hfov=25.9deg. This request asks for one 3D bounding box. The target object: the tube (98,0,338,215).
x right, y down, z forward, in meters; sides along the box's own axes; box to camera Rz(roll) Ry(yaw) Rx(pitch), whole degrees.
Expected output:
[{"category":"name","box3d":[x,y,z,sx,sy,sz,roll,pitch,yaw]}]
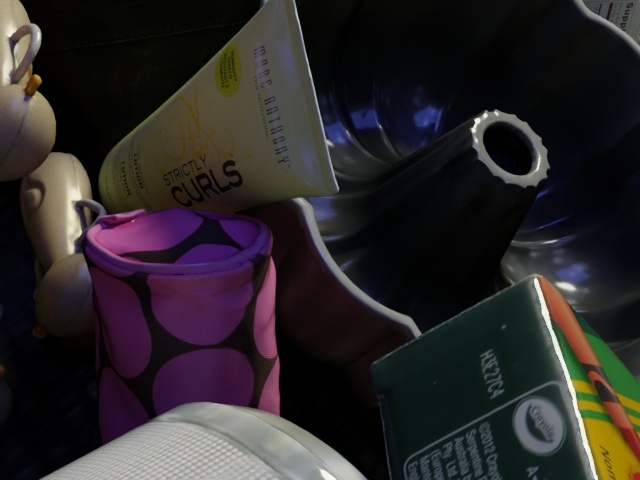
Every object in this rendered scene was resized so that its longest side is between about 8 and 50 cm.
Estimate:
[{"category":"tube","box3d":[-0.052,-0.049,0.687,0.070,0.240,0.062,40,69,-14]}]

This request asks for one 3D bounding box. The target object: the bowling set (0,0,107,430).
[{"category":"bowling set","box3d":[-0.168,0.030,0.746,0.200,0.287,0.154,25,28,-34]}]

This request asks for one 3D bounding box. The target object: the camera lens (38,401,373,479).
[{"category":"camera lens","box3d":[-0.087,0.202,0.508,0.274,0.219,0.219,-25,50,-36]}]

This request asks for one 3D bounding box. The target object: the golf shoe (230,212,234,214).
[{"category":"golf shoe","box3d":[0.000,0.000,0.922,0.176,0.069,0.086,-23,69,-31]}]

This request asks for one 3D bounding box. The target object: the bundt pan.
[{"category":"bundt pan","box3d":[0.082,-0.024,0.843,0.330,0.124,0.331,15,54,-22]}]

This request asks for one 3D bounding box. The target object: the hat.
[{"category":"hat","box3d":[-0.115,-0.114,0.939,0.331,0.134,0.331,-4,6,0]}]

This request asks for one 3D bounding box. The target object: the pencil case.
[{"category":"pencil case","box3d":[-0.071,0.081,0.671,0.095,0.209,0.098,-20,35,-41]}]

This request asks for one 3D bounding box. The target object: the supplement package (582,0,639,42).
[{"category":"supplement package","box3d":[0.154,-0.178,1.126,0.179,0.105,0.105,-7,40,-20]}]

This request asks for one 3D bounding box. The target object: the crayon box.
[{"category":"crayon box","box3d":[0.151,0.182,0.537,0.081,0.318,0.202,-32,37,19]}]
